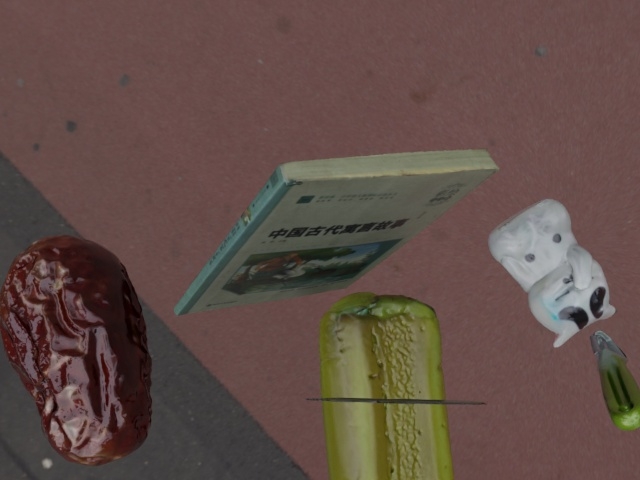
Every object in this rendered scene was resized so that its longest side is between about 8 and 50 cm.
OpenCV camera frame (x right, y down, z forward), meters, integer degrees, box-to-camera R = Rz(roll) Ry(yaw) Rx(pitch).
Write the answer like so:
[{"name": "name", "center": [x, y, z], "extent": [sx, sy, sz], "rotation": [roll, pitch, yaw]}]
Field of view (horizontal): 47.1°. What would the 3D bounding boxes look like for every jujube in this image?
[{"name": "jujube", "center": [-0.128, 0.056, 0.387], "extent": [0.077, 0.077, 0.129], "rotation": [-36, 57, 15]}]

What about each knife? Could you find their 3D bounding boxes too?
[{"name": "knife", "center": [0.187, 0.085, 0.466], "extent": [0.022, 0.184, 0.026], "rotation": [-40, 84, 17]}]

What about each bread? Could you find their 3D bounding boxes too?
[{"name": "bread", "center": [0.080, 0.254, 0.907], "extent": [0.112, 0.166, 0.383], "rotation": [-25, 67, 61]}]

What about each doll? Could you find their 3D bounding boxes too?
[{"name": "doll", "center": [0.297, 0.036, 0.943], "extent": [0.110, 0.107, 0.180], "rotation": [-31, 75, 0]}]

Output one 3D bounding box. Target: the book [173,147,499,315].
[{"name": "book", "center": [0.000, 0.000, 0.682], "extent": [0.282, 0.215, 0.025], "rotation": [-46, 58, 54]}]

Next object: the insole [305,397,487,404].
[{"name": "insole", "center": [0.069, 0.155, 0.711], "extent": [0.188, 0.064, 0.004], "rotation": [-6, 76, 31]}]
